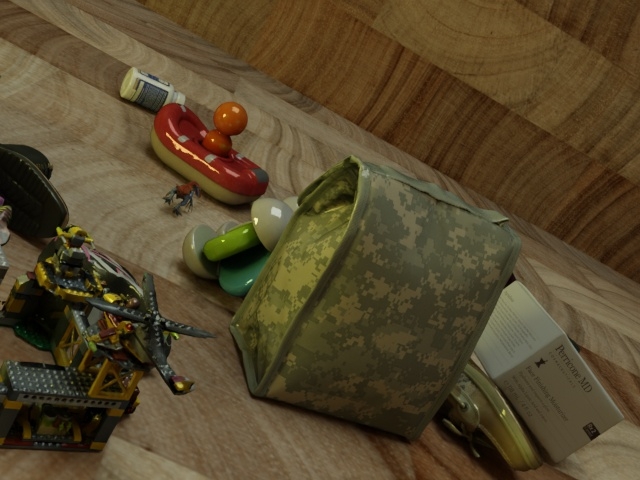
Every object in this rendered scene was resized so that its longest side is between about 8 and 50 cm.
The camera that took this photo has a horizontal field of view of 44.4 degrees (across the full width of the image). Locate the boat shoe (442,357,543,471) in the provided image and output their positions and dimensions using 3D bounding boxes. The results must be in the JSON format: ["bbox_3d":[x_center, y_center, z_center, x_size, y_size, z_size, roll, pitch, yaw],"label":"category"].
[{"bbox_3d":[0.184,0.207,1.053,0.285,0.089,0.104,51,-1,43],"label":"boat shoe"}]

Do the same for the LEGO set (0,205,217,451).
[{"bbox_3d":[-0.257,0.023,0.593,0.331,0.192,0.255,20,20,-34],"label":"LEGO set"}]

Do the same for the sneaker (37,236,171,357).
[{"bbox_3d":[-0.206,0.058,0.806,0.178,0.072,0.077,45,10,23],"label":"sneaker"}]

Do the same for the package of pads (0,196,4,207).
[{"bbox_3d":[-0.393,-0.050,0.850,0.083,0.032,0.050,32,15,2],"label":"package of pads"}]

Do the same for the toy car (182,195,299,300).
[{"bbox_3d":[-0.079,0.024,1.040,0.182,0.159,0.136,-11,81,-67],"label":"toy car"}]

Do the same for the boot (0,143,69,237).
[{"bbox_3d":[-0.344,-0.073,0.942,0.198,0.077,0.137,37,12,16],"label":"boot"}]

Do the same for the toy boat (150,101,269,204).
[{"bbox_3d":[-0.180,-0.175,1.372,0.231,0.151,0.151,35,16,11],"label":"toy boat"}]

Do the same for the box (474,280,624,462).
[{"bbox_3d":[0.314,0.186,1.140,0.181,0.119,0.182,51,7,-20],"label":"box"}]

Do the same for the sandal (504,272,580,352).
[{"bbox_3d":[0.361,0.085,1.645,0.446,0.107,0.167,37,17,21],"label":"sandal"}]

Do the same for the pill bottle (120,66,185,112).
[{"bbox_3d":[-0.341,-0.300,1.603,0.120,0.067,0.067,22,19,-29],"label":"pill bottle"}]

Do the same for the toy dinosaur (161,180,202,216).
[{"bbox_3d":[-0.201,-0.071,1.193,0.047,0.090,0.082,44,47,-9],"label":"toy dinosaur"}]

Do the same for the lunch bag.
[{"bbox_3d":[0.066,0.055,0.901,0.235,0.287,0.169,22,19,-26],"label":"lunch bag"}]
